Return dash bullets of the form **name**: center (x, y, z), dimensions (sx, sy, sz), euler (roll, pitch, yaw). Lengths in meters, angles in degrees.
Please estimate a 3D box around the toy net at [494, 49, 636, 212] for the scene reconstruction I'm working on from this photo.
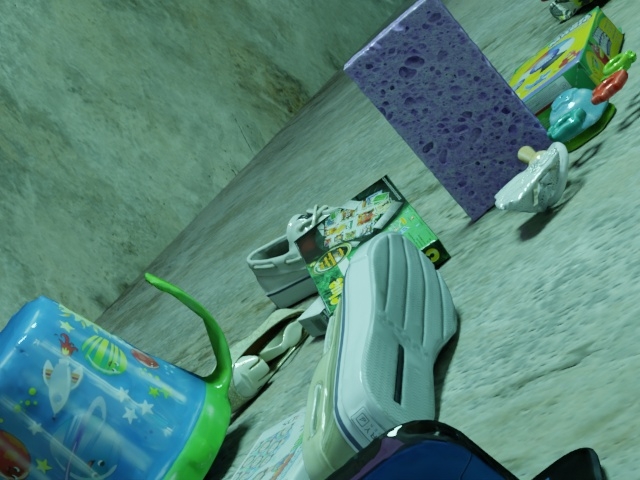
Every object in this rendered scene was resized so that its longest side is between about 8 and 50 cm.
- **toy net**: center (0.236, -0.090, 1.378), dimensions (0.122, 0.045, 0.232), euler (-32, 16, 42)

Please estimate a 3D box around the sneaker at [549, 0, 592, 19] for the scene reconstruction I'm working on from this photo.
- **sneaker**: center (0.352, -0.330, 2.029), dimensions (0.083, 0.031, 0.035), euler (-22, 12, 47)

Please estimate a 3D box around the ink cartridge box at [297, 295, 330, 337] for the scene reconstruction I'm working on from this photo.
- **ink cartridge box**: center (0.031, 0.055, 1.606), dimensions (0.115, 0.029, 0.063), euler (-44, 9, -24)

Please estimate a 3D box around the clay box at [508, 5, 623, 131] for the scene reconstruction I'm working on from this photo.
- **clay box**: center (0.264, -0.181, 1.631), dimensions (0.127, 0.053, 0.222), euler (-37, 12, 28)

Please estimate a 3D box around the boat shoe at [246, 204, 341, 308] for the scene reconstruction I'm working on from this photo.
- **boat shoe**: center (0.000, 0.000, 1.800), dimensions (0.096, 0.088, 0.267), euler (-49, 11, -34)

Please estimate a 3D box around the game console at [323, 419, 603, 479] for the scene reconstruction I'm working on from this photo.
- **game console**: center (-0.005, 0.189, 0.747), dimensions (0.293, 0.250, 0.173), euler (-41, 36, 12)

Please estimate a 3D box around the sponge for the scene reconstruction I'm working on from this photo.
- **sponge**: center (0.133, -0.133, 1.480), dimensions (0.117, 0.210, 0.031), euler (-39, 13, 12)

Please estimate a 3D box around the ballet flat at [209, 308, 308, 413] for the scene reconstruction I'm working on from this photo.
- **ballet flat**: center (-0.067, 0.128, 1.614), dimensions (0.052, 0.057, 0.168), euler (-17, 26, 48)

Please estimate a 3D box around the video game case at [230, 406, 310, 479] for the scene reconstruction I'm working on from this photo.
- **video game case**: center (-0.037, 0.196, 1.282), dimensions (0.143, 0.019, 0.157), euler (-35, 12, 40)

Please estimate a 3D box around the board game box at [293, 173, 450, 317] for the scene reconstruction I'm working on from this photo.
- **board game box**: center (0.049, 0.008, 1.581), dimensions (0.136, 0.030, 0.259), euler (-33, 19, 2)

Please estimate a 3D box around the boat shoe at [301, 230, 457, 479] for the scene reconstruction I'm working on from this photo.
- **boat shoe**: center (0.039, 0.088, 1.193), dimensions (0.094, 0.109, 0.302), euler (-41, 12, 24)

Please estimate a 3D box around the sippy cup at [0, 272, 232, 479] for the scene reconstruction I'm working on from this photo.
- **sippy cup**: center (-0.246, 0.182, 1.480), dimensions (0.240, 0.224, 0.305), euler (-33, 22, 46)
